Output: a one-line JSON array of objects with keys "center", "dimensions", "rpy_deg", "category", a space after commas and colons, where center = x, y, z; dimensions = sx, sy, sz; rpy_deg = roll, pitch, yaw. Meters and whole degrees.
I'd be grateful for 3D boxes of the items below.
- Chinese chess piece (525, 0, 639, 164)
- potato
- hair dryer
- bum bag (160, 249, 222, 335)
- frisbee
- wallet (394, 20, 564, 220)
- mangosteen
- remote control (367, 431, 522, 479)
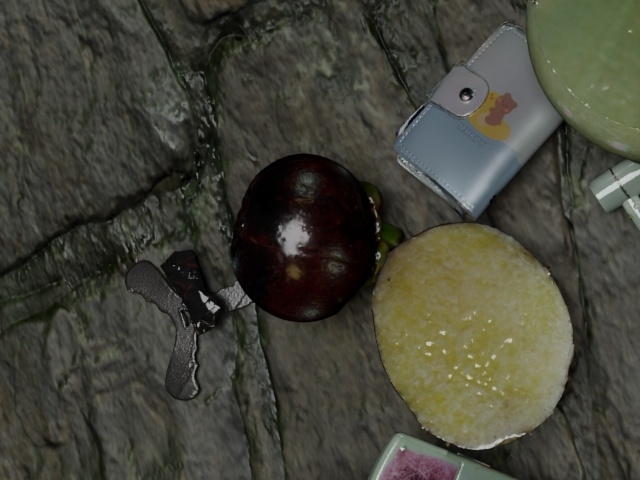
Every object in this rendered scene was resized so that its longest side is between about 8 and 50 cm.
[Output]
[{"center": [0.418, -0.259, 1.565], "dimensions": [0.349, 0.146, 0.349], "rpy_deg": [-3, 77, 13], "category": "Chinese chess piece"}, {"center": [0.198, 0.124, 1.657], "dimensions": [0.239, 0.116, 0.299], "rpy_deg": [-28, 64, 7], "category": "potato"}, {"center": [0.399, -0.035, 1.633], "dimensions": [0.082, 0.047, 0.137], "rpy_deg": [-32, 81, 14], "category": "hair dryer"}, {"center": [-0.175, 0.067, 1.826], "dimensions": [0.058, 0.034, 0.124], "rpy_deg": [-36, 74, 20], "category": "bum bag"}, {"center": [-0.167, 0.104, 1.845], "dimensions": [0.187, 0.012, 0.211], "rpy_deg": [-22, 78, 16], "category": "frisbee"}, {"center": [0.214, -0.152, 1.697], "dimensions": [0.231, 0.069, 0.170], "rpy_deg": [-47, 68, 0], "category": "wallet"}, {"center": [-0.009, 0.004, 1.702], "dimensions": [0.216, 0.216, 0.216], "rpy_deg": [-2, 85, 20], "category": "mangosteen"}, {"center": [0.215, 0.352, 1.589], "dimensions": [0.344, 0.050, 0.145], "rpy_deg": [23, 79, 0], "category": "remote control"}]
